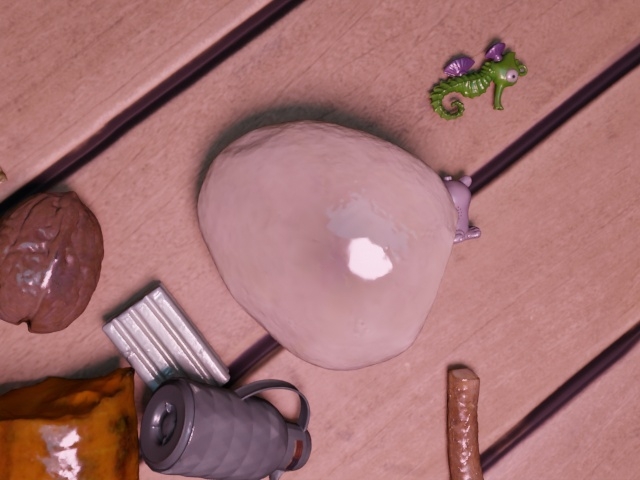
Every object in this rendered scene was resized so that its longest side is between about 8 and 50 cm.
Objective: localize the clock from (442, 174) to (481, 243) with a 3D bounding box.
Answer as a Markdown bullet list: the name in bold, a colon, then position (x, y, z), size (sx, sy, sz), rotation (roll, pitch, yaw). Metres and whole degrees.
- **clock**: position (0.187, -0.048, 1.234), size (0.176, 0.080, 0.117), rotation (-11, 95, -9)

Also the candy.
- **candy**: position (0.000, 0.000, 1.123), size (0.427, 0.186, 0.386), rotation (34, 104, 4)

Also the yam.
- **yam**: position (0.261, 0.377, 1.276), size (0.066, 0.066, 0.299), rotation (-5, 94, -9)

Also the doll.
- **doll**: position (0.280, -0.276, 1.253), size (0.190, 0.050, 0.115), rotation (-22, 89, -6)

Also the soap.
- **soap**: position (-0.256, 0.184, 1.184), size (0.119, 0.066, 0.198), rotation (-36, 98, -4)

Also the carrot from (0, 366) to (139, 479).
- **carrot**: position (-0.398, 0.368, 1.087), size (0.242, 0.241, 0.340), rotation (1, 90, -9)

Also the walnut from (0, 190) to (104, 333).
- **walnut**: position (-0.432, 0.027, 1.104), size (0.178, 0.178, 0.230), rotation (21, 78, -9)

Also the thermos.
- **thermos**: position (-0.130, 0.302, 1.139), size (0.287, 0.145, 0.182), rotation (23, 97, -40)

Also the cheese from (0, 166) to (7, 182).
- **cheese**: position (-0.548, -0.111, 1.138), size (0.060, 0.041, 0.084), rotation (-42, 87, -12)
